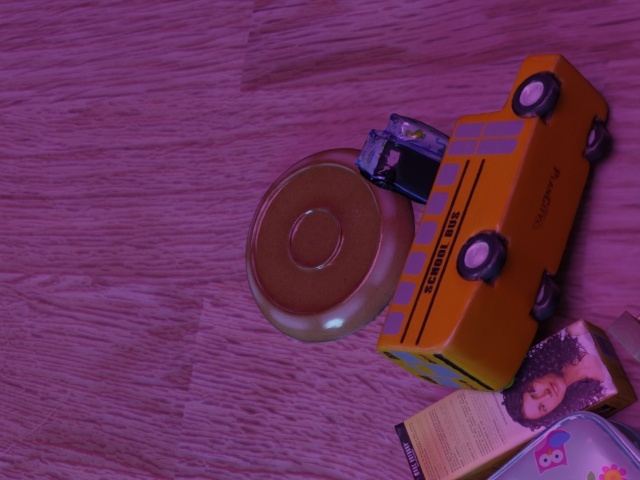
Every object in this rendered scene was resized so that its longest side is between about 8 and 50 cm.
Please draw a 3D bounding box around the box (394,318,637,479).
[{"bbox_3d":[0.190,0.173,1.203,0.232,0.058,0.087,-35,58,22],"label":"box"}]

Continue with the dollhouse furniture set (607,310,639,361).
[{"bbox_3d":[0.368,0.104,1.049,0.123,0.144,0.151,-48,30,9],"label":"dollhouse furniture set"}]

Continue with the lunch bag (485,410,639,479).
[{"bbox_3d":[0.265,0.305,1.078,0.224,0.108,0.279,-43,57,11],"label":"lunch bag"}]

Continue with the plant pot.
[{"bbox_3d":[0.000,0.000,1.408,0.236,0.032,0.236,-12,69,32],"label":"plant pot"}]

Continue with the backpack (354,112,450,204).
[{"bbox_3d":[0.098,-0.088,1.315,0.084,0.105,0.114,-66,20,4],"label":"backpack"}]

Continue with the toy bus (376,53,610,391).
[{"bbox_3d":[0.178,-0.020,1.211,0.130,0.108,0.332,0,63,49],"label":"toy bus"}]
